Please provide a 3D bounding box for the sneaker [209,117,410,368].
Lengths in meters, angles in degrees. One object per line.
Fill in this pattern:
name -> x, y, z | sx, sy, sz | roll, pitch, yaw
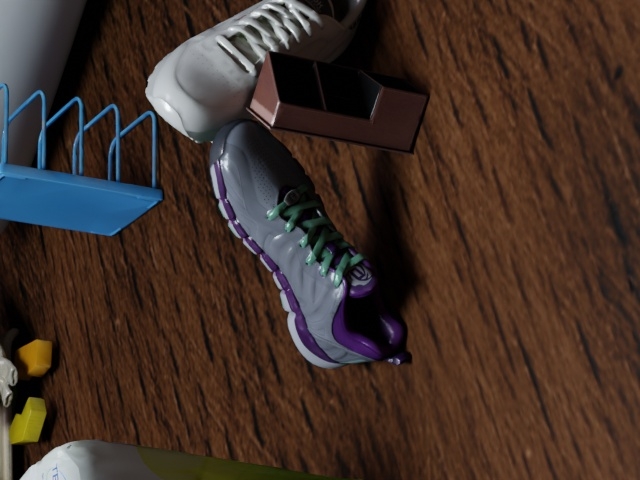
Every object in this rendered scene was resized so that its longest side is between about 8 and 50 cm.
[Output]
sneaker -> 0.000, 0.000, 1.518 | 0.098, 0.083, 0.224 | 0, 126, 49

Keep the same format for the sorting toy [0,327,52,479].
sorting toy -> -0.366, 0.218, 2.217 | 0.307, 0.041, 0.229 | -26, 59, 55

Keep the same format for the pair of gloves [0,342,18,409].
pair of gloves -> -0.403, 0.175, 2.206 | 0.204, 0.042, 0.240 | 54, 133, 45

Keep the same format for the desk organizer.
desk organizer -> 0.014, -0.107, 1.525 | 0.047, 0.130, 0.050 | 42, 119, 55

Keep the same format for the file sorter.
file sorter -> -0.259, -0.081, 1.953 | 0.118, 0.170, 0.104 | -32, 55, 54

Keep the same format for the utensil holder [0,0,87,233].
utensil holder -> -0.429, -0.221, 2.122 | 0.327, 0.327, 0.385 | 58, 135, 47

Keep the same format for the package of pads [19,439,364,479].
package of pads -> -0.074, 0.270, 1.439 | 0.101, 0.296, 0.229 | -41, 50, 38

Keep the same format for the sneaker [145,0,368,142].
sneaker -> -0.048, -0.155, 1.565 | 0.090, 0.235, 0.095 | 48, 132, 4
